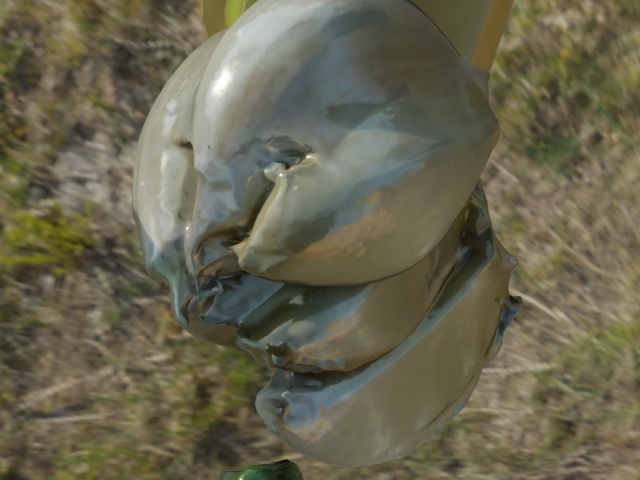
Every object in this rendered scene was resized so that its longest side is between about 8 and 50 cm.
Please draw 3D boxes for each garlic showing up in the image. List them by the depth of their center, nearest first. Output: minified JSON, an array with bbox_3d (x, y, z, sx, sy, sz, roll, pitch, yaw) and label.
[{"bbox_3d":[-0.012,-0.011,1.058,0.185,0.281,0.203,34,56,28],"label":"garlic"}]

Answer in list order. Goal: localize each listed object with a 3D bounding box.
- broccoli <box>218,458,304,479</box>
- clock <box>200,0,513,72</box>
[{"bbox_3d":[0.031,0.231,0.677,0.281,0.348,0.293,3,97,25],"label":"broccoli"},{"bbox_3d":[0.062,-0.230,1.276,0.200,0.244,0.317,25,100,-6],"label":"clock"}]
